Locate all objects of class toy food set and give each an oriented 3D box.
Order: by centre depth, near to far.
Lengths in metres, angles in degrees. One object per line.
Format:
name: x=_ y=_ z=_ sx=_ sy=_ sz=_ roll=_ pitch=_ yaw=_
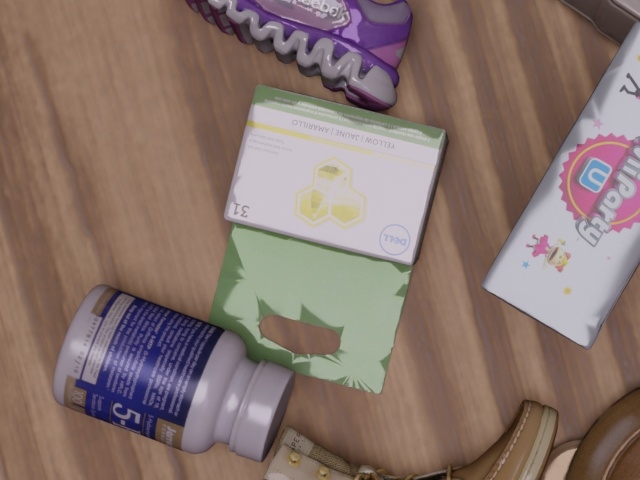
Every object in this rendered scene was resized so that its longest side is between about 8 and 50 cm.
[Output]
toy food set: x=0.224 y=0.211 z=1.629 sx=0.082 sy=0.020 sz=0.083 roll=15 pitch=92 yaw=6

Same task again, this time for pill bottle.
pill bottle: x=-0.122 y=0.118 z=1.625 sx=0.186 sy=0.112 sz=0.112 roll=20 pitch=92 yaw=7

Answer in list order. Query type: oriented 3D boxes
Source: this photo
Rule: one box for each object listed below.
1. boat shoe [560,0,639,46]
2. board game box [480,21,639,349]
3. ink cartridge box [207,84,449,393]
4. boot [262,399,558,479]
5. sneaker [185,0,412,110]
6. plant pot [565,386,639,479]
boat shoe: x=0.197 y=-0.267 z=1.597 sx=0.335 sy=0.112 sz=0.095 roll=35 pitch=77 yaw=0
board game box: x=0.223 y=-0.039 z=1.486 sx=0.097 sy=0.303 sz=0.224 roll=31 pitch=93 yaw=5
ink cartridge box: x=0.000 y=0.000 z=1.641 sx=0.171 sy=0.056 sz=0.235 roll=14 pitch=90 yaw=6
boot: x=0.060 y=0.206 z=1.613 sx=0.203 sy=0.095 sz=0.262 roll=34 pitch=99 yaw=4
sneaker: x=-0.021 y=-0.206 z=1.629 sx=0.236 sy=0.095 sz=0.105 roll=29 pitch=87 yaw=1
plant pot: x=0.321 y=0.229 z=1.598 sx=0.236 sy=0.032 sz=0.236 roll=0 pitch=92 yaw=1
